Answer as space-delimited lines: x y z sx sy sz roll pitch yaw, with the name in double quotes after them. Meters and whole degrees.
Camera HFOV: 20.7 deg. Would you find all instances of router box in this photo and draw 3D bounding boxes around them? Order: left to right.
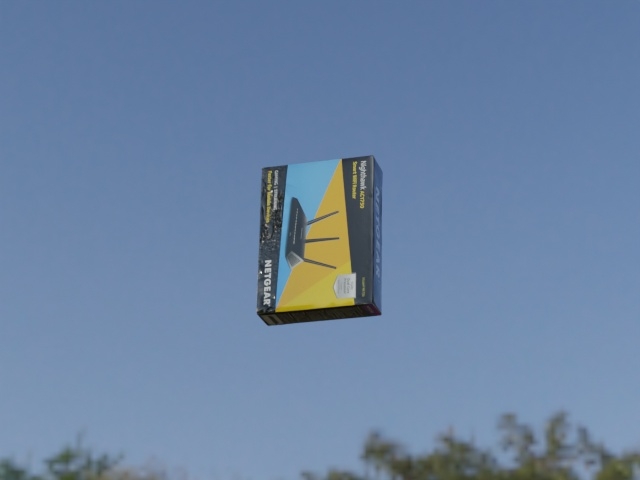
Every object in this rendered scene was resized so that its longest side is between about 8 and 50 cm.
0.000 0.000 1.931 0.133 0.178 0.046 -6 -24 15 "router box"
